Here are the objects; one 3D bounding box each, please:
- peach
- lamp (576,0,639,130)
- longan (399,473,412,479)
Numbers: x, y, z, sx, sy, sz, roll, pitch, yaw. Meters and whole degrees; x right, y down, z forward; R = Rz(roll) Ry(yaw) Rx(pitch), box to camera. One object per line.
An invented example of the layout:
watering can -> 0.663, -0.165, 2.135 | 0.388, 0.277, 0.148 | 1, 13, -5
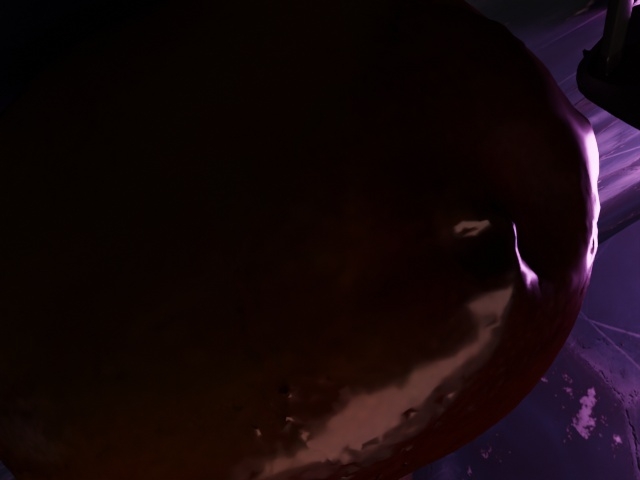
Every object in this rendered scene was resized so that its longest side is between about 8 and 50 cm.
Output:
peach -> -0.024, 0.002, 0.725 | 0.372, 0.290, 0.372 | -23, 177, -1
lamp -> 0.331, -0.220, 1.092 | 0.203, 0.124, 0.283 | -45, 171, -17
longan -> -0.093, 0.199, 1.277 | 0.336, 0.404, 0.404 | -45, 169, -3
